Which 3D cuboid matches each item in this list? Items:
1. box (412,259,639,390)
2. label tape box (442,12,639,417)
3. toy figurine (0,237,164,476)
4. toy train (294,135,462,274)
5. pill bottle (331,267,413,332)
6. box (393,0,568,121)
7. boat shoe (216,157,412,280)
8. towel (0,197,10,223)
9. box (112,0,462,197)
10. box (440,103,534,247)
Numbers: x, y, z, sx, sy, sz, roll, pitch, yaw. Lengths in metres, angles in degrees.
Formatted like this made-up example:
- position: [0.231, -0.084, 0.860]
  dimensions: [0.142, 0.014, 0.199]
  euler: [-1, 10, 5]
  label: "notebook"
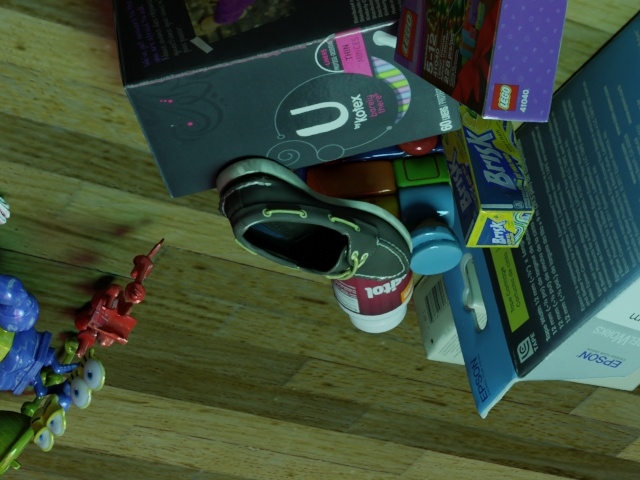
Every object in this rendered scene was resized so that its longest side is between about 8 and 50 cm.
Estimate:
- position: [0.247, 0.082, 2.158]
  dimensions: [0.275, 0.094, 0.113]
  euler: [11, 138, -27]
  label: "box"
- position: [0.267, -0.011, 1.909]
  dimensions: [0.115, 0.249, 0.348]
  euler: [15, 136, -31]
  label: "label tape box"
- position: [-0.339, 0.093, 2.006]
  dimensions: [0.217, 0.191, 0.362]
  euler: [30, 138, -12]
  label: "toy figurine"
- position: [0.011, -0.026, 1.913]
  dimensions: [0.248, 0.143, 0.105]
  euler: [-7, 143, -6]
  label: "toy train"
- position: [0.052, 0.027, 2.042]
  dimensions: [0.086, 0.086, 0.152]
  euler: [-11, 144, 0]
  label: "pill bottle"
- position: [0.131, -0.253, 1.490]
  dimensions: [0.057, 0.201, 0.293]
  euler: [3, 106, -18]
  label: "box"
- position: [0.000, 0.000, 1.776]
  dimensions: [0.227, 0.069, 0.081]
  euler: [23, 132, -39]
  label: "boat shoe"
- position: [-0.415, -0.015, 1.913]
  dimensions: [0.197, 0.029, 0.144]
  euler: [-30, 139, 24]
  label: "towel"
- position: [-0.029, -0.164, 1.721]
  dimensions: [0.270, 0.143, 0.165]
  euler: [-14, 143, 4]
  label: "box"
- position: [0.152, -0.076, 1.862]
  dimensions: [0.054, 0.169, 0.059]
  euler: [0, 142, -14]
  label: "box"
